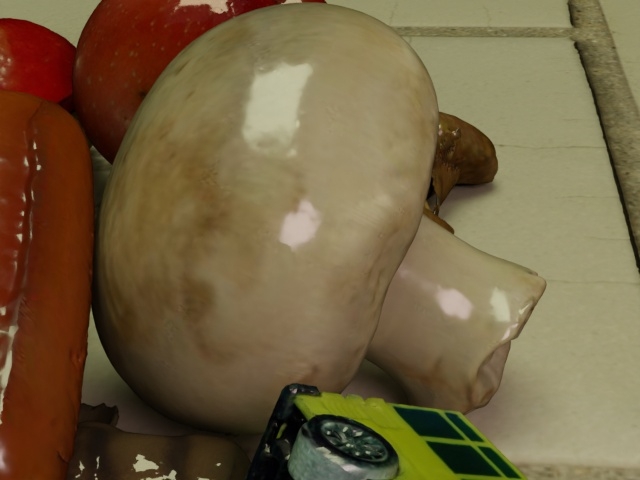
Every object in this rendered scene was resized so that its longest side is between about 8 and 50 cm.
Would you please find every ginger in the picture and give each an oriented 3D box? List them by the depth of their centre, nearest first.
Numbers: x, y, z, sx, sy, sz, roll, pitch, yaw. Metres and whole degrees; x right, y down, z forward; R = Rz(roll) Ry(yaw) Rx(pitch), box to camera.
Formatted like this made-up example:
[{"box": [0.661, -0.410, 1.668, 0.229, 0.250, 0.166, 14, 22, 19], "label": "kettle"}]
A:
[{"box": [0.073, -0.049, 0.975, 0.133, 0.107, 0.309, -8, 21, 19], "label": "ginger"}]

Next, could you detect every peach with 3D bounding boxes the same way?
[{"box": [-0.299, -0.139, 1.061, 0.154, 0.158, 0.267, -38, 2, 35], "label": "peach"}]

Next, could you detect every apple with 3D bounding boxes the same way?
[{"box": [-0.090, -0.147, 1.004, 0.260, 0.216, 0.260, 32, 24, -16], "label": "apple"}]

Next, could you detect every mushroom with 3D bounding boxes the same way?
[{"box": [0.000, 0.000, 0.733, 0.290, 0.297, 0.297, 23, 23, -15], "label": "mushroom"}]

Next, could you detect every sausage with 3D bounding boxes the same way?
[{"box": [-0.179, 0.026, 0.629, 0.102, 0.102, 0.330, -4, 45, -4], "label": "sausage"}]

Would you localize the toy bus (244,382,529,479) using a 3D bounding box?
[{"box": [0.065, 0.183, 0.474, 0.150, 0.128, 0.262, 12, 17, -31], "label": "toy bus"}]

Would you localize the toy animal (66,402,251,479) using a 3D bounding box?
[{"box": [-0.141, 0.141, 0.651, 0.214, 0.093, 0.186, 1, 37, 6], "label": "toy animal"}]
